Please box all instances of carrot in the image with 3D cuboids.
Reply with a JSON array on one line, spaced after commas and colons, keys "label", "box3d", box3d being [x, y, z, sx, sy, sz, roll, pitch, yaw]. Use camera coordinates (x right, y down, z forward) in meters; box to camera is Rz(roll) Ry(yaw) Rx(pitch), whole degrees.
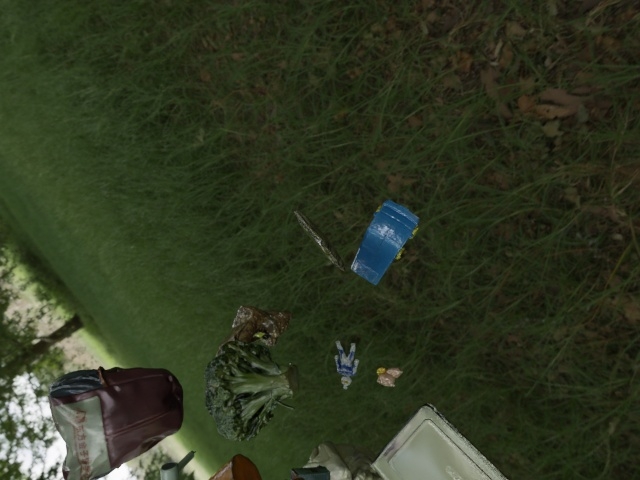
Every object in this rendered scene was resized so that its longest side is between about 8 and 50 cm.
[{"label": "carrot", "box3d": [-0.322, 0.830, 1.377, 0.159, 0.225, 0.159, 55, -172, -11]}]

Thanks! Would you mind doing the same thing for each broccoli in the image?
[{"label": "broccoli", "box3d": [-0.209, 0.456, 1.267, 0.283, 0.321, 0.304, -14, 92, 14]}]

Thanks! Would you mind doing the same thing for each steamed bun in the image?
[{"label": "steamed bun", "box3d": [0.041, 0.908, 1.550, 0.339, 0.352, 0.247, 38, 170, -35]}]

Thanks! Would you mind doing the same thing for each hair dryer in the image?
[{"label": "hair dryer", "box3d": [-0.326, 0.530, 0.974, 0.037, 0.124, 0.063, -3, 93, 14]}]

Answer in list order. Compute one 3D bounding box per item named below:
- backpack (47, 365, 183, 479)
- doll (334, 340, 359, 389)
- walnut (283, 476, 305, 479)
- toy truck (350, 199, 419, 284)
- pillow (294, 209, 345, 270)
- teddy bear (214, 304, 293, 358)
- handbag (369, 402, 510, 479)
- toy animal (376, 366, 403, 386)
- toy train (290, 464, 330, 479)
[{"label": "backpack", "box3d": [-0.535, 0.463, 1.129, 0.197, 0.316, 0.284, 14, 112, 57]}, {"label": "doll", "box3d": [0.119, 0.569, 1.884, 0.113, 0.057, 0.228, 1, 102, 23]}, {"label": "walnut", "box3d": [-0.028, 0.407, 0.578, 0.170, 0.068, 0.143, 63, -157, -78]}, {"label": "toy truck", "box3d": [0.224, 0.016, 1.493, 0.161, 0.162, 0.385, 32, 155, 8]}, {"label": "pillow", "box3d": [0.000, 0.000, 1.514, 0.208, 0.052, 0.212, 47, 175, 44]}, {"label": "teddy bear", "box3d": [-0.251, 0.378, 1.621, 0.222, 0.296, 0.246, 38, 129, -27]}, {"label": "handbag", "box3d": [0.336, 0.635, 1.079, 0.358, 0.237, 0.160, 42, 175, 24]}, {"label": "toy animal", "box3d": [0.297, 0.596, 1.799, 0.114, 0.082, 0.091, -2, 136, 1]}, {"label": "toy train", "box3d": [-0.023, 0.725, 0.906, 0.089, 0.086, 0.410, 129, 144, -67]}]
